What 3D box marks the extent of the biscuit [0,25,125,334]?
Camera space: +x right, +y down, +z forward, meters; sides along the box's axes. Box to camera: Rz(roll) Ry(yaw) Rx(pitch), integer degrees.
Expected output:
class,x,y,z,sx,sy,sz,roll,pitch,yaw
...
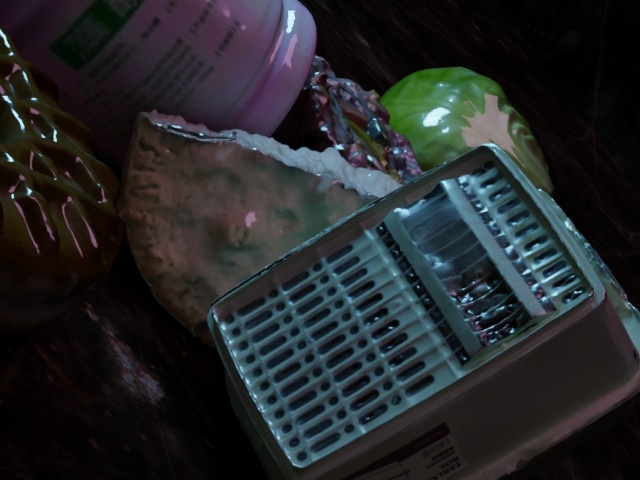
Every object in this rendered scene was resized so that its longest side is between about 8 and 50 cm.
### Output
class,x,y,z,sx,sy,sz,roll,pitch,yaw
biscuit,-0.263,-0.077,1.158,0.332,0.103,0.332,43,15,-15

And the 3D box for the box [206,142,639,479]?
class,x,y,z,sx,sy,sz,roll,pitch,yaw
box,0.078,0.085,1.314,0.220,0.290,0.166,60,0,40

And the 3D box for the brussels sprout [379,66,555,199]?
class,x,y,z,sx,sy,sz,roll,pitch,yaw
brussels sprout,0.158,-0.084,2.124,0.244,0.244,0.244,42,16,-15

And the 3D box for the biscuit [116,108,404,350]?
class,x,y,z,sx,sy,sz,roll,pitch,yaw
biscuit,-0.026,0.010,1.424,0.281,0.179,0.084,13,1,-18

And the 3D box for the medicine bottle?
class,x,y,z,sx,sy,sz,roll,pitch,yaw
medicine bottle,-0.182,-0.202,1.482,0.325,0.212,0.212,40,17,-26

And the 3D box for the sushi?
class,x,y,z,sx,sy,sz,roll,pitch,yaw
sushi,0.004,-0.028,1.619,0.236,0.171,0.270,43,16,-33
